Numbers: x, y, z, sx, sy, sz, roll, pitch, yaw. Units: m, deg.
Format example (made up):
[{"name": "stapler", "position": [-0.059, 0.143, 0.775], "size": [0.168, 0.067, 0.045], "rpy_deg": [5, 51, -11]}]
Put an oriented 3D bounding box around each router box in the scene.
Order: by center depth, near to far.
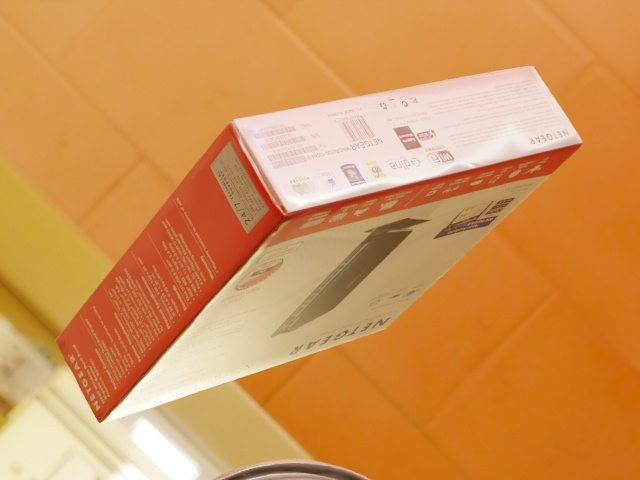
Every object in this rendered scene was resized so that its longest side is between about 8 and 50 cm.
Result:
[{"name": "router box", "position": [0.000, 0.000, 1.280], "size": [0.335, 0.082, 0.301], "rpy_deg": [-15, -23, -43]}]

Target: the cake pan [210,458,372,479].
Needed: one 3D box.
[{"name": "cake pan", "position": [0.000, 0.270, 0.907], "size": [0.293, 0.293, 0.054], "rpy_deg": [-46, 19, -32]}]
